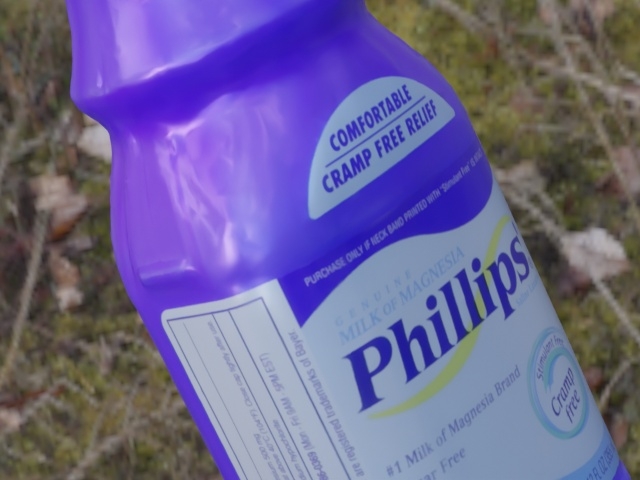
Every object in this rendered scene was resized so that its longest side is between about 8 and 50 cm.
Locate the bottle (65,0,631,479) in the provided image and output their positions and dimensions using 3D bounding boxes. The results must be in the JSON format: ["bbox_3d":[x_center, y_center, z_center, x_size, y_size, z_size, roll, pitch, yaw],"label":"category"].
[{"bbox_3d":[0.000,0.000,0.511,0.092,0.283,0.118,-11,19,47],"label":"bottle"}]
